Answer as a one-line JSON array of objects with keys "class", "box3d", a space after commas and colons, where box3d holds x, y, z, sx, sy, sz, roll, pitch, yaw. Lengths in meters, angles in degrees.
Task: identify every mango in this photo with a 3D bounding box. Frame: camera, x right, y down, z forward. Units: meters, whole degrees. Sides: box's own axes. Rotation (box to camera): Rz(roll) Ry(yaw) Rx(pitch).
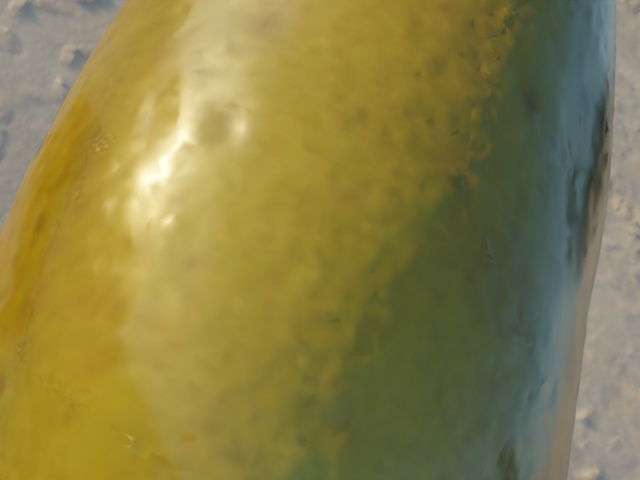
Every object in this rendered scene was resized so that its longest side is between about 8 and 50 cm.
[{"class": "mango", "box3d": [0.000, 0.000, 0.476, 0.220, 0.445, 0.301, 11, -5, 16]}]
